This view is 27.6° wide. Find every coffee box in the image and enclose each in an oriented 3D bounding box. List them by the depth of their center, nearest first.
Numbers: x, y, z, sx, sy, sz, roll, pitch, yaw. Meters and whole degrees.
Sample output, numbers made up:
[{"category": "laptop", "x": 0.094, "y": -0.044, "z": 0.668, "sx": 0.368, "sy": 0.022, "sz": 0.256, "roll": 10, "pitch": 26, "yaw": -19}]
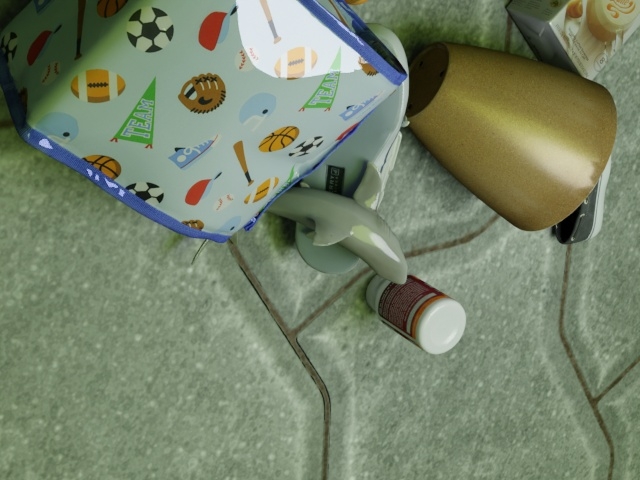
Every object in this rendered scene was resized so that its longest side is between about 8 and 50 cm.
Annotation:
[{"category": "coffee box", "x": 0.409, "y": -0.372, "z": 1.910, "sx": 0.246, "sy": 0.098, "sz": 0.141, "roll": -49, "pitch": 130, "yaw": -7}]

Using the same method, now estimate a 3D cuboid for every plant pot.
[{"category": "plant pot", "x": 0.240, "y": -0.168, "z": 1.820, "sx": 0.254, "sy": 0.237, "sz": 0.237, "roll": 25, "pitch": 95, "yaw": -27}]

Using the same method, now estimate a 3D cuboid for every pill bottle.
[{"category": "pill bottle", "x": 0.134, "y": 0.099, "z": 1.893, "sx": 0.086, "sy": 0.152, "sz": 0.086, "roll": -15, "pitch": 118, "yaw": -30}]

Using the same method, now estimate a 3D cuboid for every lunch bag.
[{"category": "lunch bag", "x": -0.123, "y": -0.190, "z": 1.480, "sx": 0.328, "sy": 0.239, "sz": 0.385, "roll": -42, "pitch": 134, "yaw": 14}]

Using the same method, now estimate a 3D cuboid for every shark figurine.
[{"category": "shark figurine", "x": -0.022, "y": -0.018, "z": 1.669, "sx": 0.278, "sy": 0.116, "sz": 0.166, "roll": 9, "pitch": 124, "yaw": 6}]

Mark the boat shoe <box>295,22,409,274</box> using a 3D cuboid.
[{"category": "boat shoe", "x": 0.054, "y": -0.139, "z": 1.735, "sx": 0.156, "sy": 0.135, "sz": 0.367, "roll": -62, "pitch": 163, "yaw": -54}]

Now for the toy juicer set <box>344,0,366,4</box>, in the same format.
[{"category": "toy juicer set", "x": 0.030, "y": -0.453, "z": 1.631, "sx": 0.209, "sy": 0.089, "sz": 0.329, "roll": -24, "pitch": 109, "yaw": -3}]

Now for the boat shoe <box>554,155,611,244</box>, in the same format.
[{"category": "boat shoe", "x": 0.399, "y": -0.094, "z": 2.048, "sx": 0.076, "sy": 0.080, "sz": 0.228, "roll": -23, "pitch": 129, "yaw": -27}]
